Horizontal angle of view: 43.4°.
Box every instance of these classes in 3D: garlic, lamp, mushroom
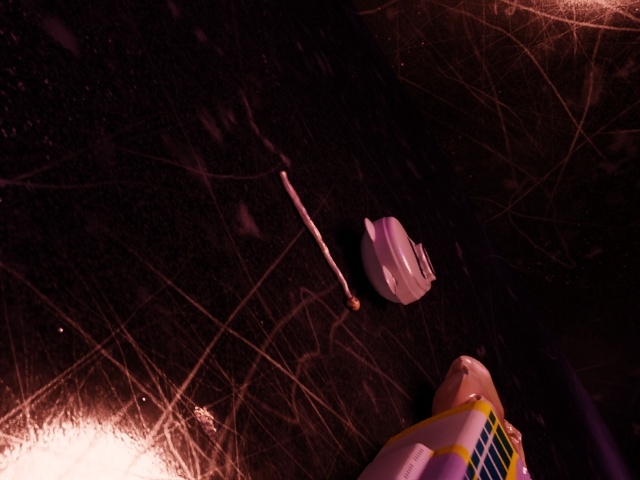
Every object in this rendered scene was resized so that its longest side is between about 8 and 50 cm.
[{"bbox_3d":[0.307,0.382,1.561,0.325,0.132,0.279,46,25,-43],"label":"garlic"},{"bbox_3d":[0.150,0.048,1.631,0.246,0.108,0.179,23,48,-62],"label":"lamp"},{"bbox_3d":[-0.003,0.001,1.455,0.026,0.028,0.286,-29,91,-27],"label":"mushroom"}]

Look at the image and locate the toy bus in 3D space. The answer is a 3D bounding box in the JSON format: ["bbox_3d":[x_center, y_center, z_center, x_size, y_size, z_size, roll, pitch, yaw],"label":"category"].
[{"bbox_3d":[0.159,0.391,1.084,0.249,0.209,0.440,63,20,4],"label":"toy bus"}]
